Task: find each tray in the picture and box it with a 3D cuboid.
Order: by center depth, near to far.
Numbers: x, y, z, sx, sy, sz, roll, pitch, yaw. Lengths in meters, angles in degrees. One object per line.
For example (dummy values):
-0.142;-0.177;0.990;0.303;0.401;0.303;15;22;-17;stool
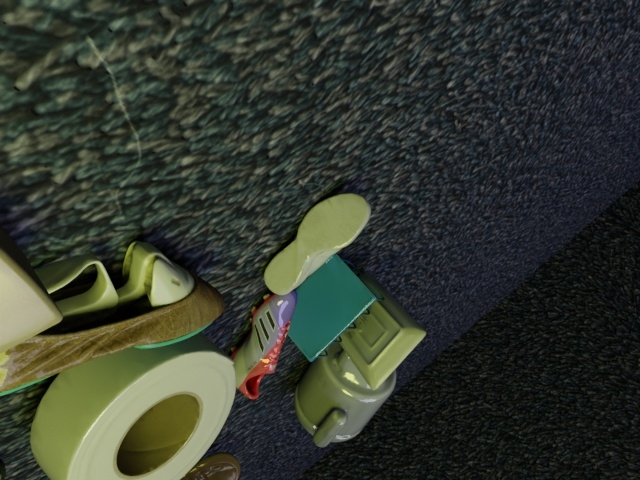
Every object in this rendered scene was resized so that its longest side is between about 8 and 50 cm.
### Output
0.089;0.161;1.243;0.030;0.270;0.145;38;95;-30;tray

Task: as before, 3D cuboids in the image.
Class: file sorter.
0.021;0.126;1.207;0.170;0.118;0.104;-46;161;10;file sorter

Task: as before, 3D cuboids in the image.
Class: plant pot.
-0.308;0.033;0.548;0.109;0.109;0.096;-30;142;-24;plant pot

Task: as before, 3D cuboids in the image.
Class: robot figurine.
0.056;0.364;1.575;0.353;0.200;0.300;-63;178;39;robot figurine

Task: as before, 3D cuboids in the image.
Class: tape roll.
-0.258;0.251;0.918;0.286;0.100;0.286;-34;142;-33;tape roll

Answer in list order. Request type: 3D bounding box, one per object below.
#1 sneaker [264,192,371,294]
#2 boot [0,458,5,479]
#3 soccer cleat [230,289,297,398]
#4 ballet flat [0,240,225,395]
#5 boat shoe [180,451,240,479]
0.000;0.000;1.022;0.212;0.080;0.094;-42;170;18;sneaker
-0.508;0.354;0.875;0.121;0.045;0.099;-49;150;13;boot
-0.096;0.185;1.151;0.083;0.095;0.248;-11;143;-50;soccer cleat
-0.244;0.068;0.726;0.342;0.116;0.124;-13;125;-42;ballet flat
-0.345;0.620;1.540;0.341;0.121;0.110;-37;-166;-4;boat shoe
